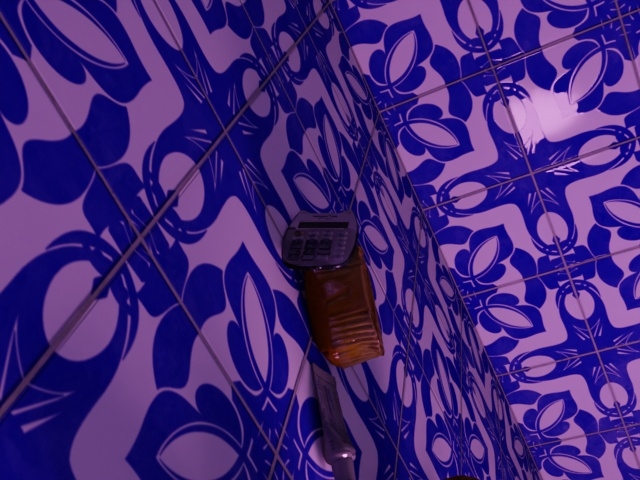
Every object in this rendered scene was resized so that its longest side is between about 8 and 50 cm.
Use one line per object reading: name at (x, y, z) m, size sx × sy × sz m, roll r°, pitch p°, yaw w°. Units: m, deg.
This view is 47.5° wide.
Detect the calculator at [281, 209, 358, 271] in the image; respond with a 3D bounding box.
calculator at (0.000, 0.000, 1.719) m, size 0.268 × 0.177 × 0.040 m, roll -72°, pitch 160°, yaw -61°

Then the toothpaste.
toothpaste at (0.032, 0.412, 1.607) m, size 0.099 × 0.069 × 0.282 m, roll 90°, pitch -9°, yaw -52°

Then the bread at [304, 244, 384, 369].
bread at (0.052, 0.159, 1.742) m, size 0.204 × 0.156 × 0.287 m, roll 46°, pitch 30°, yaw -73°

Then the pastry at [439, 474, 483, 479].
pastry at (0.327, 0.717, 1.627) m, size 0.389 × 0.312 × 0.388 m, roll 13°, pitch 56°, yaw -19°
